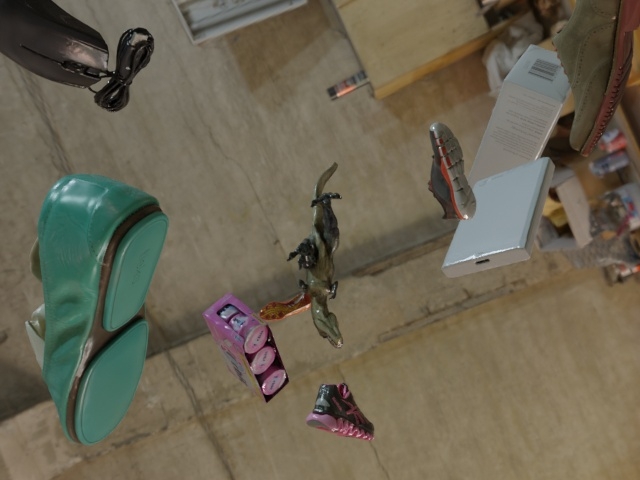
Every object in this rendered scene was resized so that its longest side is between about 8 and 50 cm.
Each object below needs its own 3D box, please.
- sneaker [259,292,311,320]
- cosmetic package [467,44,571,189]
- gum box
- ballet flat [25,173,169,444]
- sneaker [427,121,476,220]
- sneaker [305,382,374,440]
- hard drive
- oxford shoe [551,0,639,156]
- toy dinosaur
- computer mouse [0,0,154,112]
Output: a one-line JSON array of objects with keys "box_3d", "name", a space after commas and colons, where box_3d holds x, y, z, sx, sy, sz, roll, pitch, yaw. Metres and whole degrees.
[{"box_3d": [-0.101, 0.214, 1.781, 0.067, 0.174, 0.064, 87, 167, -62], "name": "sneaker"}, {"box_3d": [0.535, -0.291, 1.561, 0.217, 0.156, 0.385, -51, -22, -34], "name": "cosmetic package"}, {"box_3d": [-0.127, 0.184, 1.003, 0.107, 0.062, 0.189, 30, 148, 35], "name": "gum box"}, {"box_3d": [-0.173, 0.051, 0.431, 0.087, 0.247, 0.083, 32, -144, 13], "name": "ballet flat"}, {"box_3d": [0.186, -0.102, 0.899, 0.061, 0.064, 0.158, -18, -88, -46], "name": "sneaker"}, {"box_3d": [0.029, 0.192, 0.657, 0.119, 0.047, 0.057, 41, -129, -50], "name": "sneaker"}, {"box_3d": [0.403, -0.054, 1.310, 0.040, 0.203, 0.308, 48, -131, -21], "name": "hard drive"}, {"box_3d": [0.460, -0.313, 0.991, 0.123, 0.130, 0.349, -43, -38, -44], "name": "oxford shoe"}, {"box_3d": [0.000, 0.000, 0.753, 0.118, 0.063, 0.269, 69, -157, -71], "name": "toy dinosaur"}, {"box_3d": [-0.419, -0.311, 0.921, 0.272, 0.188, 0.072, 26, -136, -25], "name": "computer mouse"}]
